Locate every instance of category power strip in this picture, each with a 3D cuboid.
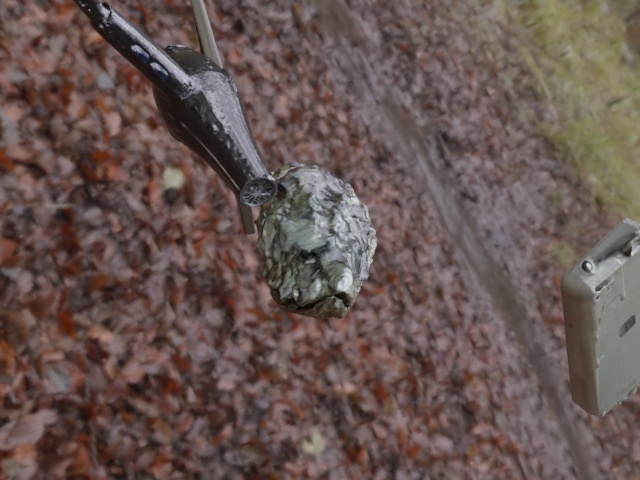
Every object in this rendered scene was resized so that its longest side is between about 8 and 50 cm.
[{"bbox_3d":[0.228,0.066,0.765,0.035,0.081,0.192,38,-20,39],"label":"power strip"}]

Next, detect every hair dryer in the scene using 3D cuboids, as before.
[{"bbox_3d":[-0.131,-0.134,0.796,0.219,0.075,0.195,41,11,-51],"label":"hair dryer"}]

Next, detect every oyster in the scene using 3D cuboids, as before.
[{"bbox_3d":[-0.003,0.003,1.295,0.351,0.162,0.158,-105,-179,-64],"label":"oyster"}]

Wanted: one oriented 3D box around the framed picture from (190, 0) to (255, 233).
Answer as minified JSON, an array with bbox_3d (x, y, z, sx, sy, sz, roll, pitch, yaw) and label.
[{"bbox_3d":[-0.122,-0.160,1.218,0.192,0.018,0.265,84,-9,-48],"label":"framed picture"}]
